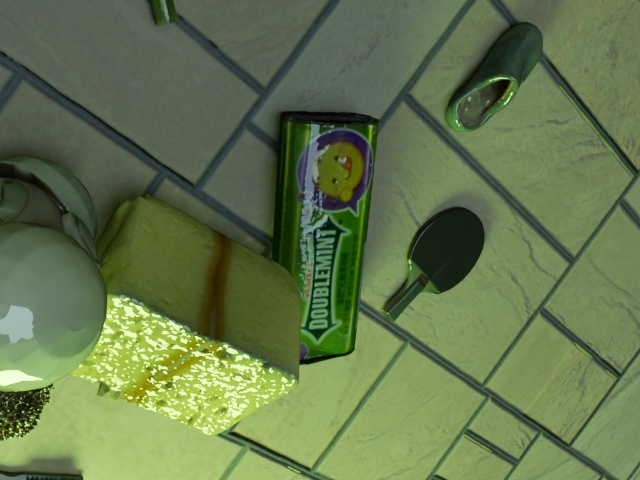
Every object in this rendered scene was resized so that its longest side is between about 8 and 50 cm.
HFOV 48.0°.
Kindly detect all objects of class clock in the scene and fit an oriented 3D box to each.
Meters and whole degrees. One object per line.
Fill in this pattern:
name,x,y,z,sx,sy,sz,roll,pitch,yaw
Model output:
clock,-0.373,0.050,0.690,0.325,0.342,0.184,-23,124,-10

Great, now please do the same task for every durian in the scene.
durian,-0.381,0.198,0.894,0.140,0.071,0.110,-48,123,-9

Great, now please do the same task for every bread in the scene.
bread,-0.186,0.104,0.907,0.263,0.198,0.236,30,128,-21

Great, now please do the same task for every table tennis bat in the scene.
table tennis bat,0.180,0.041,1.152,0.220,0.019,0.130,-47,121,-6

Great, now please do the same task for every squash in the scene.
squash,-0.187,-0.293,0.828,0.027,0.027,0.083,-20,118,-19

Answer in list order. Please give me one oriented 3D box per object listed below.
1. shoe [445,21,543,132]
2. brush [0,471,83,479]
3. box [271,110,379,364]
shoe,0.271,-0.234,1.059,0.195,0.078,0.079,-46,122,0
brush,-0.410,0.326,0.951,0.190,0.027,0.034,16,99,-30
box,0.000,0.000,0.996,0.134,0.097,0.346,-3,111,-24
